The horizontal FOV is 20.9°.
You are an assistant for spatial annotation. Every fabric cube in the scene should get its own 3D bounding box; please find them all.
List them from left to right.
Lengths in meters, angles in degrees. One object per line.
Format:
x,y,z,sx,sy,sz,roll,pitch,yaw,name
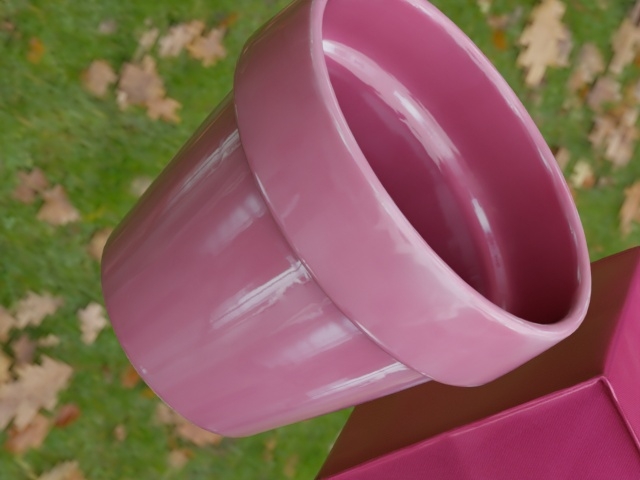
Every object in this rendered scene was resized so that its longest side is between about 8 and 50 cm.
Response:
0.184,0.197,1.372,0.259,0.254,0.258,62,23,-12,fabric cube

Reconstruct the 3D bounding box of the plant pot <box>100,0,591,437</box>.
0.000,0.000,0.840,0.180,0.201,0.201,-33,157,28,plant pot
